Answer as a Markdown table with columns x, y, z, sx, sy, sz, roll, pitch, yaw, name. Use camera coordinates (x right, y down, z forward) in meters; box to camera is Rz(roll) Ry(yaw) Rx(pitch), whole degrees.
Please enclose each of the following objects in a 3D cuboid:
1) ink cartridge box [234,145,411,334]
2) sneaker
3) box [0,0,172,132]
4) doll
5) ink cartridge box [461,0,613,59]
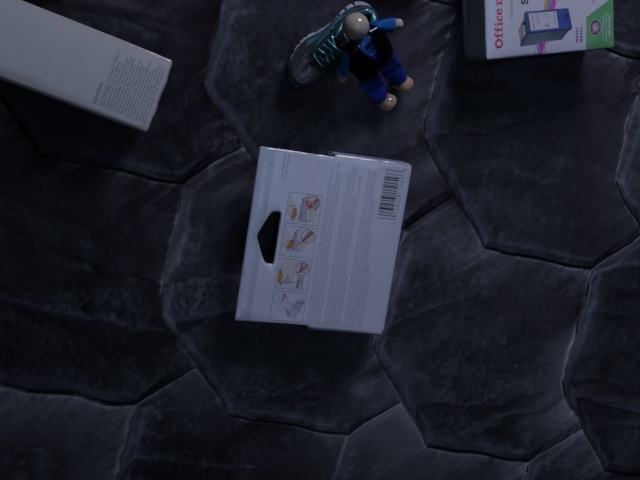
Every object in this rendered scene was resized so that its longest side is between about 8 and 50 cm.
| x | y | z | sx | sy | sz | roll | pitch | yaw | name |
| --- | --- | --- | --- | --- | --- | --- | --- | --- | --- |
| 0.000 | 0.000 | 1.376 | 0.239 | 0.060 | 0.275 | 7 | 101 | -14 | ink cartridge box |
| 0.019 | -0.289 | 1.310 | 0.166 | 0.076 | 0.065 | -46 | 107 | -1 | sneaker |
| -0.350 | -0.246 | 1.223 | 0.275 | 0.094 | 0.113 | 21 | 96 | -16 | box |
| 0.077 | -0.267 | 1.292 | 0.129 | 0.046 | 0.189 | -47 | 147 | 0 | doll |
| 0.329 | -0.359 | 1.362 | 0.212 | 0.093 | 0.154 | -6 | 104 | -10 | ink cartridge box |
